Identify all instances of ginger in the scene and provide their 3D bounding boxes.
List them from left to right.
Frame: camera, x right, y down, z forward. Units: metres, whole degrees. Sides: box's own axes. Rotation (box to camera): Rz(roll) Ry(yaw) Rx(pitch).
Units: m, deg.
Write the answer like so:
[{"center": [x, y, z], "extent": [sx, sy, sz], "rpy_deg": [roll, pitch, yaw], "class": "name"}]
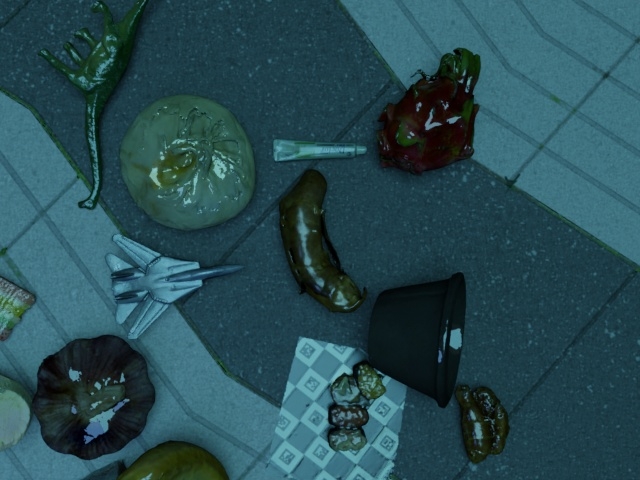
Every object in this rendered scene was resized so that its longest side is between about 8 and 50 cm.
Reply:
[{"center": [-0.012, 0.009, 1.576], "extent": [0.133, 0.107, 0.309], "rpy_deg": [-22, 84, 8], "class": "ginger"}, {"center": [0.338, 0.370, 1.591], "extent": [0.103, 0.073, 0.162], "rpy_deg": [-11, 85, -6], "class": "ginger"}]

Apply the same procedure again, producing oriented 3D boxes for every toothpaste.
[{"center": [-0.001, -0.189, 1.630], "extent": [0.197, 0.029, 0.048], "rpy_deg": [0, 85, -2], "class": "toothpaste"}]

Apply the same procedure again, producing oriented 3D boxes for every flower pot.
[{"center": [0.189, 0.186, 1.526], "extent": [0.166, 0.269, 0.268], "rpy_deg": [6, 85, 15], "class": "flower pot"}]

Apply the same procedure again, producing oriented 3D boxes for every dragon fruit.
[{"center": [0.220, -0.264, 1.590], "extent": [0.200, 0.198, 0.269], "rpy_deg": [5, 83, 22], "class": "dragon fruit"}]

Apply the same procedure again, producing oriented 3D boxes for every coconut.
[{"center": [-0.636, 0.325, 1.480], "extent": [0.147, 0.153, 0.147], "rpy_deg": [-3, 95, -40], "class": "coconut"}]

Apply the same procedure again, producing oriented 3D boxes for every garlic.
[{"center": [-0.440, 0.302, 1.487], "extent": [0.245, 0.160, 0.244], "rpy_deg": [0, 86, -4], "class": "garlic"}]

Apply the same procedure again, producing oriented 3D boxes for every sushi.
[{"center": [0.045, 0.363, 1.579], "extent": [0.264, 0.050, 0.289], "rpy_deg": [13, 85, -4], "class": "sushi"}]

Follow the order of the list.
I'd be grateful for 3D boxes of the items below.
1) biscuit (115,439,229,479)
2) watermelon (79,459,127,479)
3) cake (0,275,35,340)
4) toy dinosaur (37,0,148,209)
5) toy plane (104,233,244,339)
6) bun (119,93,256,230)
[{"center": [-0.274, 0.525, 1.435], "extent": [0.102, 0.296, 0.296], "rpy_deg": [5, 83, 40], "class": "biscuit"}, {"center": [-0.435, 0.562, 1.494], "extent": [0.213, 0.201, 0.261], "rpy_deg": [-33, 130, -7], "class": "watermelon"}, {"center": [-0.689, 0.099, 1.520], "extent": [0.225, 0.090, 0.109], "rpy_deg": [31, 80, -3], "class": "cake"}, {"center": [-0.411, -0.311, 1.577], "extent": [0.447, 0.087, 0.301], "rpy_deg": [-41, 89, 0], "class": "toy dinosaur"}, {"center": [-0.289, 0.075, 1.561], "extent": [0.267, 0.088, 0.212], "rpy_deg": [-10, 87, -14], "class": "toy plane"}, {"center": [-0.266, -0.160, 1.547], "extent": [0.287, 0.146, 0.287], "rpy_deg": [0, 83, -4], "class": "bun"}]
